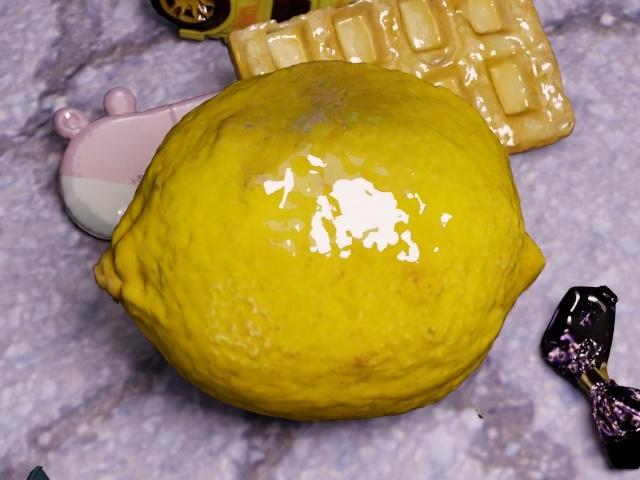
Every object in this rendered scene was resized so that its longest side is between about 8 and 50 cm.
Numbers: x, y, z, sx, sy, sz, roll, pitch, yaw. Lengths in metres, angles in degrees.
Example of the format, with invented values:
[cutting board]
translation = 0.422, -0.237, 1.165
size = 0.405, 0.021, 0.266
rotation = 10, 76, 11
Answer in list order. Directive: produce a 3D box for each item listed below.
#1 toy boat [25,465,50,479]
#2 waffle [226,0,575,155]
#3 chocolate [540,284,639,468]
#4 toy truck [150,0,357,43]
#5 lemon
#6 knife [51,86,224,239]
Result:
[toy boat]
translation = -0.219, 0.262, 0.995
size = 0.103, 0.093, 0.246
rotation = 12, 55, -1
[waffle]
translation = 0.066, -0.126, 1.259
size = 0.274, 0.057, 0.168
rotation = -17, 82, -12
[chocolate]
translation = 0.218, 0.104, 1.138
size = 0.072, 0.070, 0.147
rotation = -20, 46, -1
[toy truck]
translation = -0.020, -0.337, 1.241
size = 0.254, 0.405, 0.180
rotation = 14, 54, 2
[lemon]
translation = 0.000, 0.000, 1.079
size = 0.322, 0.268, 0.268
rotation = 6, 54, -7
[knife]
translation = -0.037, -0.107, 1.289
size = 0.399, 0.038, 0.132
rotation = -18, 80, -12
